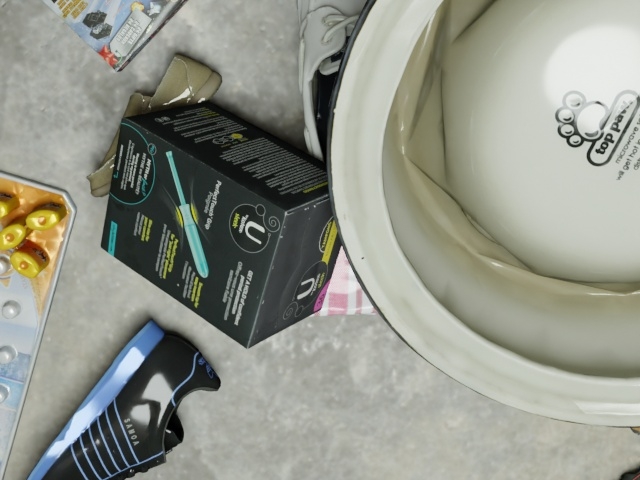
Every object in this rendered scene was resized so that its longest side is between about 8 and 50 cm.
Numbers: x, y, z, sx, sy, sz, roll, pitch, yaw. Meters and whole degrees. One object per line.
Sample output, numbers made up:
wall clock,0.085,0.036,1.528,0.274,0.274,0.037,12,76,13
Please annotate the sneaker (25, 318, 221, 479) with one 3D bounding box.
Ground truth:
sneaker,-0.184,0.184,0.829,0.090,0.081,0.232,37,96,-2

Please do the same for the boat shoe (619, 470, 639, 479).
boat shoe,0.301,0.248,0.892,0.133,0.042,0.049,-32,122,3

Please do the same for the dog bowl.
dog bowl,0.213,-0.078,0.649,0.408,0.150,0.408,3,118,6

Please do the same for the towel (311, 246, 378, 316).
towel,0.000,0.000,0.829,0.197,0.029,0.144,0,102,-3

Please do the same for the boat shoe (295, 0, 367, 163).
boat shoe,0.023,-0.144,0.758,0.096,0.088,0.268,5,92,-4

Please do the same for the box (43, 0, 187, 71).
box,-0.155,-0.221,0.775,0.137,0.027,0.094,-44,99,6

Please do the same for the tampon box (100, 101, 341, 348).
tampon box,-0.072,-0.018,0.726,0.161,0.101,0.120,31,121,24

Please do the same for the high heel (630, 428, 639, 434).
high heel,0.318,0.037,0.846,0.186,0.093,0.261,42,110,12

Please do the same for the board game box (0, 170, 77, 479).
board game box,-0.452,0.091,0.810,0.390,0.050,0.390,17,100,-7

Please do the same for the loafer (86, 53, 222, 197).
loafer,-0.147,-0.098,0.789,0.050,0.056,0.148,44,86,-10
